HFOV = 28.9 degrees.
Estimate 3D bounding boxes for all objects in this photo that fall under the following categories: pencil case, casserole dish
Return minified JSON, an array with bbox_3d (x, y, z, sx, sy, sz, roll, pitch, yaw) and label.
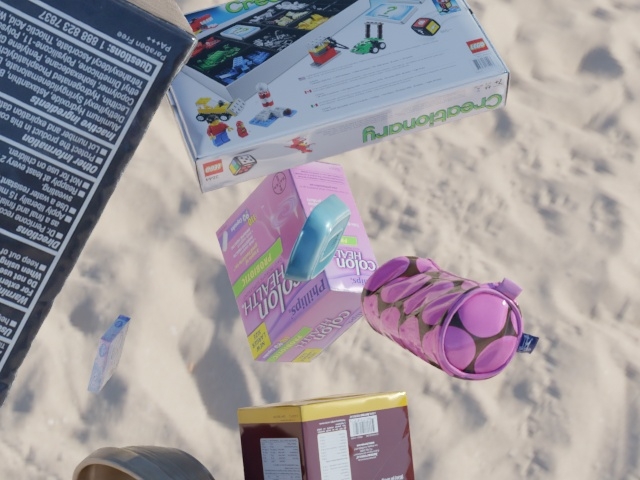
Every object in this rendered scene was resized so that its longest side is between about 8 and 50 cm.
[{"bbox_3d":[0.113,0.066,1.166,0.095,0.098,0.209,25,-1,-23],"label":"pencil case"},{"bbox_3d":[0.000,0.000,1.707,0.037,0.114,0.188,25,15,7],"label":"casserole dish"}]

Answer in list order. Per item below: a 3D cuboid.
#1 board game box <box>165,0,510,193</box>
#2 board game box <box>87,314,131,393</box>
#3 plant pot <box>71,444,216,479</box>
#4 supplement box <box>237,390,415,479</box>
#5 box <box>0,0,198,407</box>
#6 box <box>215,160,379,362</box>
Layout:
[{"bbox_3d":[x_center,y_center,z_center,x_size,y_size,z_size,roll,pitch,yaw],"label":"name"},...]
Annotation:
[{"bbox_3d":[0.002,-0.169,1.190,0.305,0.053,0.193,-16,53,-9],"label":"board game box"},{"bbox_3d":[-0.313,0.168,1.839,0.020,0.090,0.090,19,22,3],"label":"board game box"},{"bbox_3d":[-0.205,0.353,1.639,0.237,0.237,0.110,35,47,18],"label":"plant pot"},{"bbox_3d":[0.013,0.304,1.618,0.191,0.129,0.194,-1,84,-42],"label":"supplement box"},{"bbox_3d":[-0.288,-0.092,0.848,0.296,0.294,0.183,26,12,-19],"label":"box"},{"bbox_3d":[-0.035,0.033,1.923,0.117,0.213,0.243,5,54,-39],"label":"box"}]
